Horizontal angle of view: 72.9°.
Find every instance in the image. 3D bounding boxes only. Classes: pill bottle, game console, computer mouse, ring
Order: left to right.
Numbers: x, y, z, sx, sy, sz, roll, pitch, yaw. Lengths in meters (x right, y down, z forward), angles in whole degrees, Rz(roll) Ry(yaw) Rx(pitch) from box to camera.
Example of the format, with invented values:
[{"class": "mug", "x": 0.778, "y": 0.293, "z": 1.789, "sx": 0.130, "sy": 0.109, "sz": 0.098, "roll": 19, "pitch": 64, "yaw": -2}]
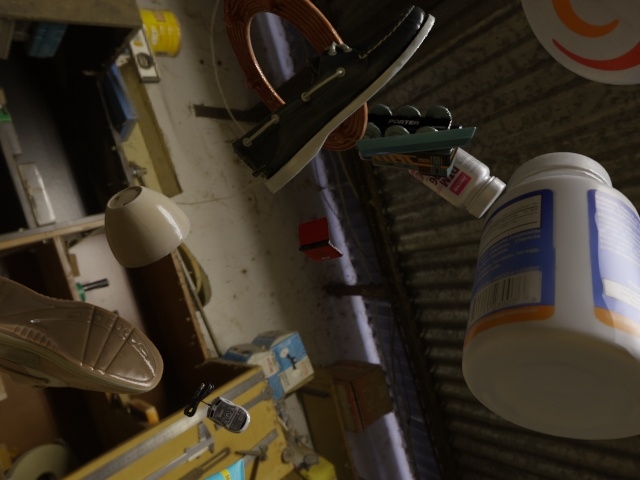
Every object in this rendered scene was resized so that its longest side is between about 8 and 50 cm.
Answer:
[{"class": "computer mouse", "x": -0.278, "y": 0.478, "z": 1.207, "sx": 0.192, "sy": 0.106, "sz": 0.042, "roll": 20, "pitch": -28, "yaw": 22}, {"class": "ring", "x": -0.055, "y": -0.288, "z": 0.761, "sx": 0.336, "sy": 0.032, "sz": 0.337, "roll": 39, "pitch": -18, "yaw": 16}, {"class": "game console", "x": 0.000, "y": 0.000, "z": 1.455, "sx": 0.143, "sy": 0.085, "sz": 0.124, "roll": -13, "pitch": -42, "yaw": 45}, {"class": "pill bottle", "x": 0.445, "y": -0.210, "z": 1.420, "sx": 0.283, "sy": 0.160, "sz": 0.161, "roll": 40, "pitch": -49, "yaw": 17}, {"class": "pill bottle", "x": 0.235, "y": 0.033, "z": 0.432, "sx": 0.152, "sy": 0.272, "sz": 0.153, "roll": 15, "pitch": -43, "yaw": 15}]

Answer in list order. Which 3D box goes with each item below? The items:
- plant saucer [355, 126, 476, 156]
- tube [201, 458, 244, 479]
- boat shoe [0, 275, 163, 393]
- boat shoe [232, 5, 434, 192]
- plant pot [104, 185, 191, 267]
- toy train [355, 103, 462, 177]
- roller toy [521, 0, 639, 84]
[{"class": "plant saucer", "x": 0.158, "y": -0.163, "z": 0.729, "sx": 0.191, "sy": 0.067, "sz": 0.018, "roll": -5, "pitch": -93, "yaw": 11}, {"class": "tube", "x": -0.207, "y": 0.463, "z": 0.777, "sx": 0.052, "sy": 0.207, "sz": 0.080, "roll": -9, "pitch": -103, "yaw": 30}, {"class": "boat shoe", "x": -0.367, "y": 0.143, "z": 0.583, "sx": 0.098, "sy": 0.302, "sz": 0.109, "roll": -53, "pitch": -158, "yaw": 24}, {"class": "boat shoe", "x": 0.013, "y": -0.196, "z": 0.556, "sx": 0.091, "sy": 0.302, "sz": 0.114, "roll": 44, "pitch": 2, "yaw": -13}, {"class": "plant pot", "x": -0.621, "y": -0.073, "z": 1.489, "sx": 0.284, "sy": 0.284, "sz": 0.191, "roll": 21, "pitch": -35, "yaw": 41}, {"class": "toy train", "x": 0.252, "y": -0.290, "z": 1.286, "sx": 0.333, "sy": 0.142, "sz": 0.190, "roll": 11, "pitch": -36, "yaw": 26}, {"class": "roller toy", "x": 0.299, "y": -0.261, "z": 0.396, "sx": 0.191, "sy": 0.146, "sz": 0.209, "roll": 55, "pitch": -4, "yaw": -39}]
